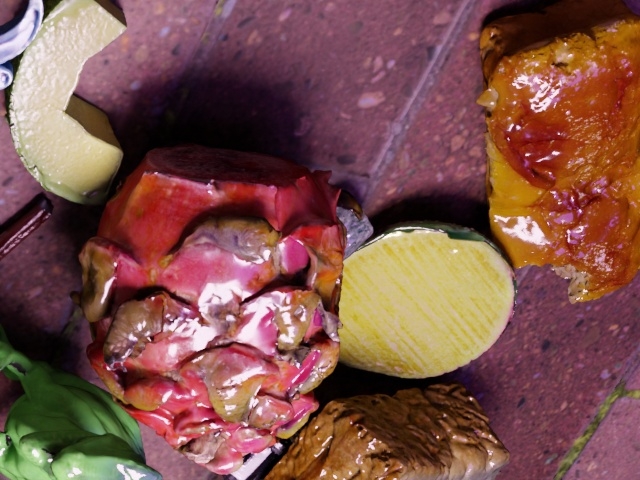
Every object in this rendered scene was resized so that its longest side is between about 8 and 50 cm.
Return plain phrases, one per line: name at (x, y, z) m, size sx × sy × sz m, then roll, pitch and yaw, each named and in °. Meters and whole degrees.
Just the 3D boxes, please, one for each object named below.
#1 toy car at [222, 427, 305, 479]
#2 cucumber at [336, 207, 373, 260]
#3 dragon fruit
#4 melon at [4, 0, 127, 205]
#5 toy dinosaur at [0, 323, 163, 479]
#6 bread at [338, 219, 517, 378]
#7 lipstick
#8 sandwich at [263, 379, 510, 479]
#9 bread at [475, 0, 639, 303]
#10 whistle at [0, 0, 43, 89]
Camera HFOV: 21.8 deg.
toy car at (-0.058, 0.233, 1.817) m, size 0.080 × 0.070 × 0.170 m, roll -47°, pitch 153°, yaw 12°
cucumber at (-0.001, 0.002, 1.673) m, size 0.112 × 0.064 × 0.064 m, roll -44°, pitch 134°, yaw 5°
dragon fruit at (-0.095, 0.064, 1.528) m, size 0.250 × 0.269 × 0.291 m, roll 3°, pitch 106°, yaw 4°
melon at (-0.220, -0.134, 1.444) m, size 0.118 × 0.064 × 0.209 m, roll 3°, pitch 123°, yaw -29°
toy dinosaur at (-0.168, 0.216, 1.571) m, size 0.500 × 0.374 × 0.144 m, roll 33°, pitch 78°, yaw -45°
bread at (0.097, 0.062, 1.763) m, size 0.228 × 0.033 × 0.228 m, roll -4°, pitch 133°, yaw -5°
lipstick at (-0.317, 0.022, 1.547) m, size 0.176 × 0.027 × 0.027 m, roll -41°, pitch 134°, yaw 5°
sandwich at (0.067, 0.288, 1.841) m, size 0.325 × 0.131 × 0.262 m, roll 2°, pitch 132°, yaw -54°
bread at (0.250, -0.074, 1.714) m, size 0.185 × 0.109 × 0.380 m, roll -21°, pitch 136°, yaw -10°
whistle at (-0.325, -0.167, 1.341) m, size 0.180 × 0.093 × 0.269 m, roll 14°, pitch 119°, yaw -18°
